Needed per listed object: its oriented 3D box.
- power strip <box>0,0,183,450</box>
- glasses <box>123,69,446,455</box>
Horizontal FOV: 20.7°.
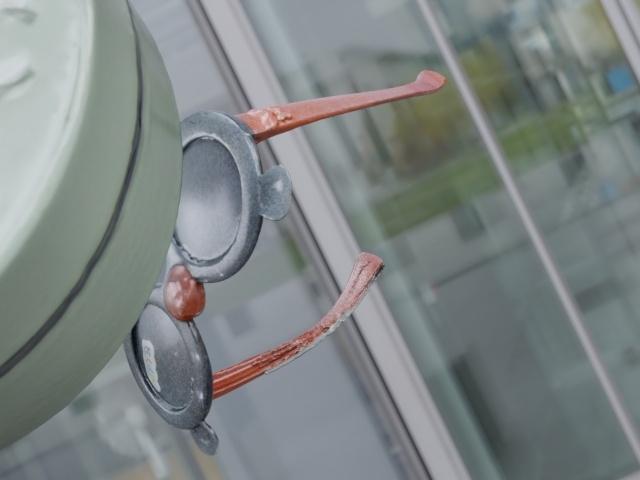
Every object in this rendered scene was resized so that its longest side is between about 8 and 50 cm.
[{"bbox_3d":[-0.252,-0.041,0.867,0.357,0.358,0.161,-26,-22,2],"label":"power strip"},{"bbox_3d":[0.000,0.000,1.165,0.268,0.118,0.234,-19,-44,-41],"label":"glasses"}]
